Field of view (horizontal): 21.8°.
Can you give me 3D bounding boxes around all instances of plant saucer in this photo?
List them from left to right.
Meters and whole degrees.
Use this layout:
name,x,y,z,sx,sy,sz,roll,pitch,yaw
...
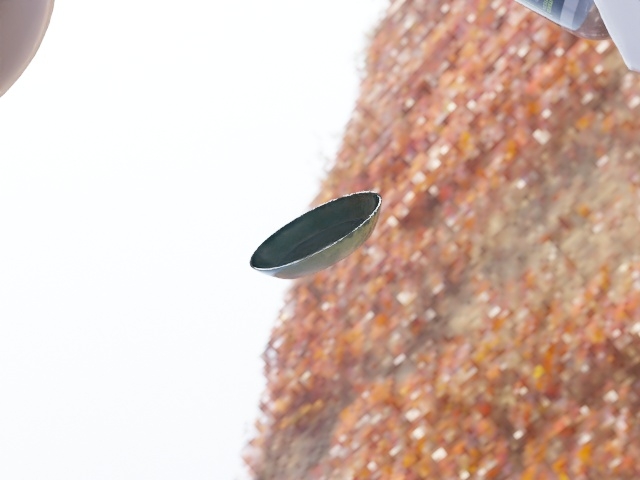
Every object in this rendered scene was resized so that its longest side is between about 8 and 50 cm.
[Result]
name,x,y,z,sx,sy,sz,roll,pitch,yaw
plant saucer,0.000,0.000,1.332,0.119,0.119,0.021,-48,-64,-48

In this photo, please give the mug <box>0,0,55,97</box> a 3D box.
name,x,y,z,sx,sy,sz,roll,pitch,yaw
mug,-0.324,-0.266,1.261,0.374,0.276,0.328,1,-141,-26

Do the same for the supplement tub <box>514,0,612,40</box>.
name,x,y,z,sx,sy,sz,roll,pitch,yaw
supplement tub,0.235,-0.328,1.670,0.316,0.194,0.193,33,-139,13

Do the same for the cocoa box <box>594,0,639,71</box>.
name,x,y,z,sx,sy,sz,roll,pitch,yaw
cocoa box,0.355,-0.295,1.155,0.347,0.228,0.231,-48,-53,-16
